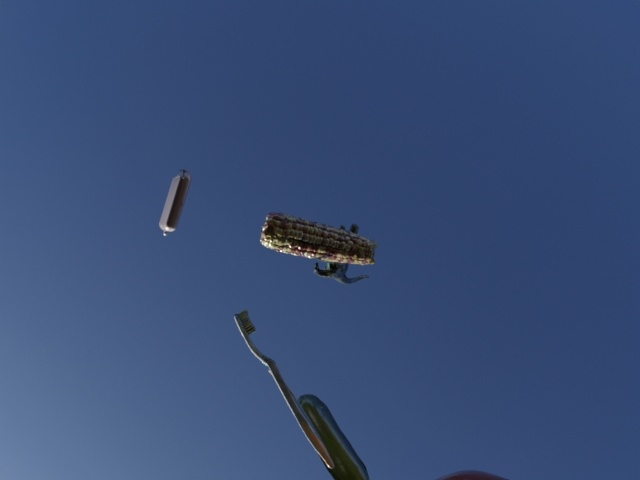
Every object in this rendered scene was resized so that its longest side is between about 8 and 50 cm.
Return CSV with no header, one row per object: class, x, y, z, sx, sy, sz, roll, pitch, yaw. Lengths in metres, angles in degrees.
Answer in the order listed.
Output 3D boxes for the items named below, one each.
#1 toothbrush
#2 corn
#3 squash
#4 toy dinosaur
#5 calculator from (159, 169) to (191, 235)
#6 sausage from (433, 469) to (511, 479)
toothbrush,-0.079,0.277,0.959,0.037,0.028,0.375,-33,-125,-9
corn,0.000,0.000,0.967,0.237,0.079,0.079,11,-86,-10
squash,0.035,0.503,1.175,0.087,0.087,0.331,-44,-125,6
toy dinosaur,0.076,0.054,1.231,0.179,0.087,0.187,17,-44,-14
calculator,-0.368,-0.097,1.243,0.032,0.100,0.174,18,-94,-28
sausage,0.146,0.389,0.607,0.268,0.141,0.153,-37,-125,17
